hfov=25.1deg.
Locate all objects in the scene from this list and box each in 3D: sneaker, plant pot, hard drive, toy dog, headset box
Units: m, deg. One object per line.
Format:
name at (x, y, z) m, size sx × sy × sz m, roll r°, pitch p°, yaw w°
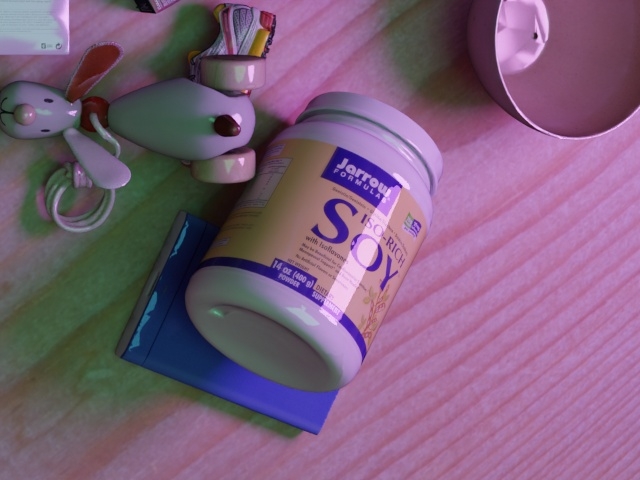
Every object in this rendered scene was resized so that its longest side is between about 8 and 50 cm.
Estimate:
sneaker at (-0.135, -0.201, 1.862) m, size 0.093 × 0.088 × 0.225 m, roll 22°, pitch 95°, yaw -1°
plant pot at (0.311, -0.289, 1.989) m, size 0.284 × 0.191 × 0.284 m, roll -5°, pitch 102°, yaw -25°
hard drive at (-0.094, 0.117, 1.957) m, size 0.319 × 0.040 × 0.210 m, roll 25°, pitch 88°, yaw -28°
toy dog at (-0.214, -0.139, 1.729) m, size 0.334 × 0.161 × 0.220 m, roll -19°, pitch 101°, yaw -3°
headset box at (-0.196, -0.315, 1.808) m, size 0.083 × 0.062 × 0.032 m, roll -35°, pitch 112°, yaw -17°

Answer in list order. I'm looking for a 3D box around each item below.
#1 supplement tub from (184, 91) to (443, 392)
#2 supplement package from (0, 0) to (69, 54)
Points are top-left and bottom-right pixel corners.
supplement tub at (0.000, 0.000, 1.833) m, size 0.241 × 0.241 × 0.331 m, roll 42°, pitch 62°, yaw -27°
supplement package at (-0.403, -0.319, 1.657) m, size 0.194 × 0.149 × 0.203 m, roll -4°, pitch 102°, yaw -26°
